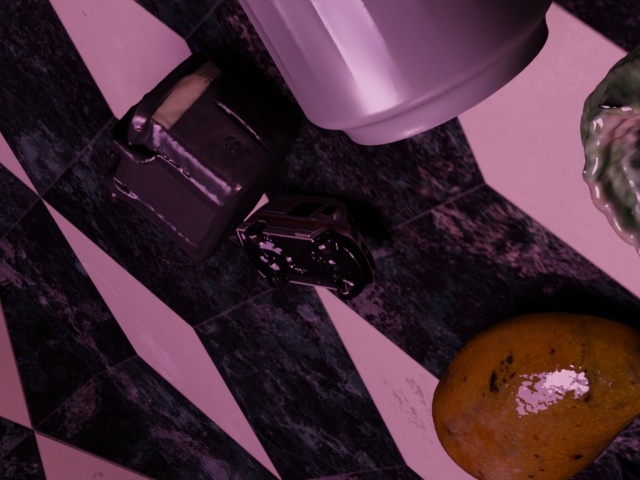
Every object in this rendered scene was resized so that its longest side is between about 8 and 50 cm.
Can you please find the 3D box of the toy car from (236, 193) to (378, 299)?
[{"bbox_3d":[0.000,0.000,1.775,0.210,0.108,0.089,7,132,48],"label":"toy car"}]

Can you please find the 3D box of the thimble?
[{"bbox_3d":[0.313,-0.068,1.127,0.219,0.150,0.219,37,152,23],"label":"thimble"}]

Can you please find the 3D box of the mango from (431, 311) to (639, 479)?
[{"bbox_3d":[0.236,0.170,1.583,0.177,0.175,0.329,5,159,-14],"label":"mango"}]

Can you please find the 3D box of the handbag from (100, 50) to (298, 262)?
[{"bbox_3d":[-0.147,-0.109,1.764,0.181,0.181,0.254,39,153,2],"label":"handbag"}]

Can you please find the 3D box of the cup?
[{"bbox_3d":[0.021,-0.276,1.232,0.327,0.237,0.323,57,-177,-20],"label":"cup"}]

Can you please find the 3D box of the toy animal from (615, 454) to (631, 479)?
[{"bbox_3d":[0.386,0.308,1.619,0.108,0.062,0.220,40,-175,-27],"label":"toy animal"}]
